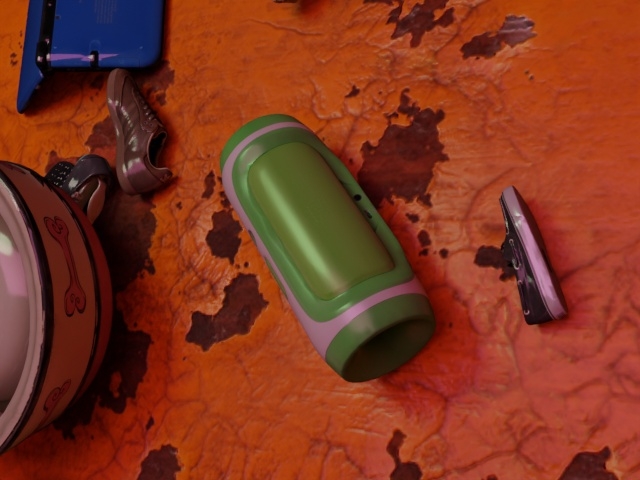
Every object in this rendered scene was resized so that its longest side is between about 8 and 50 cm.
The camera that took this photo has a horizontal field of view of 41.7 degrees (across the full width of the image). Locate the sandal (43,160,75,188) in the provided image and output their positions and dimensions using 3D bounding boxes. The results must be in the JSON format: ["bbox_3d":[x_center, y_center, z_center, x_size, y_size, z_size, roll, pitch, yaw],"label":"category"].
[{"bbox_3d":[-0.407,-0.035,1.209,0.067,0.040,0.179,34,79,29],"label":"sandal"}]

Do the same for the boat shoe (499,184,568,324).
[{"bbox_3d":[0.197,0.014,0.816,0.040,0.049,0.142,-25,65,23],"label":"boat shoe"}]

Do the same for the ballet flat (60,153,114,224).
[{"bbox_3d":[-0.346,-0.024,1.146,0.074,0.074,0.203,34,91,34],"label":"ballet flat"}]

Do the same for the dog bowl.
[{"bbox_3d":[-0.440,0.078,1.067,0.407,0.150,0.408,1,92,29],"label":"dog bowl"}]

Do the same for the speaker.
[{"bbox_3d":[0.000,0.000,0.893,0.131,0.131,0.297,-41,58,14],"label":"speaker"}]

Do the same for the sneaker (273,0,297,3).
[{"bbox_3d":[0.081,-0.402,0.995,0.410,0.158,0.182,-16,95,26],"label":"sneaker"}]

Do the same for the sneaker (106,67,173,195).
[{"bbox_3d":[-0.240,-0.152,1.136,0.071,0.066,0.188,-14,72,9],"label":"sneaker"}]

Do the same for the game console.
[{"bbox_3d":[-0.350,-0.354,1.280,0.250,0.173,0.293,0,72,-1],"label":"game console"}]
